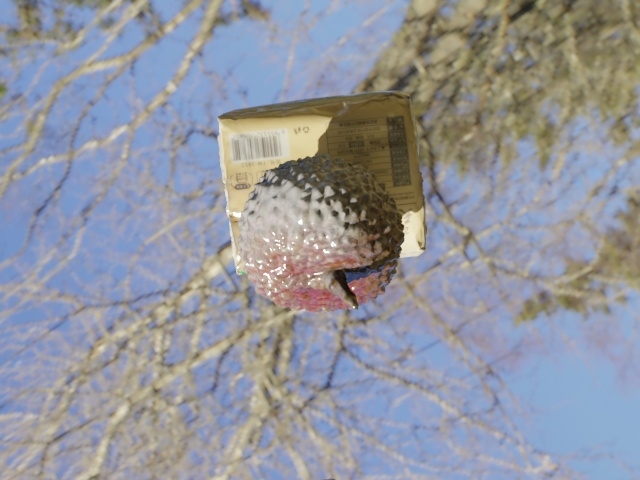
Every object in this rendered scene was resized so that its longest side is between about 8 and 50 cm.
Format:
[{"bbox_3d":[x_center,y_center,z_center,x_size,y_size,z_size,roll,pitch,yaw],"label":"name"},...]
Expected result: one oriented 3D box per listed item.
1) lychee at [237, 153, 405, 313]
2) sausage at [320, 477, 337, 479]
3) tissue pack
[{"bbox_3d":[0.000,0.000,1.198,0.165,0.165,0.197,36,-149,-31],"label":"lychee"},{"bbox_3d":[0.051,0.343,1.427,0.304,0.078,0.078,44,-150,-50],"label":"sausage"},{"bbox_3d":[0.003,-0.064,1.354,0.090,0.222,0.186,-149,51,-83],"label":"tissue pack"}]
